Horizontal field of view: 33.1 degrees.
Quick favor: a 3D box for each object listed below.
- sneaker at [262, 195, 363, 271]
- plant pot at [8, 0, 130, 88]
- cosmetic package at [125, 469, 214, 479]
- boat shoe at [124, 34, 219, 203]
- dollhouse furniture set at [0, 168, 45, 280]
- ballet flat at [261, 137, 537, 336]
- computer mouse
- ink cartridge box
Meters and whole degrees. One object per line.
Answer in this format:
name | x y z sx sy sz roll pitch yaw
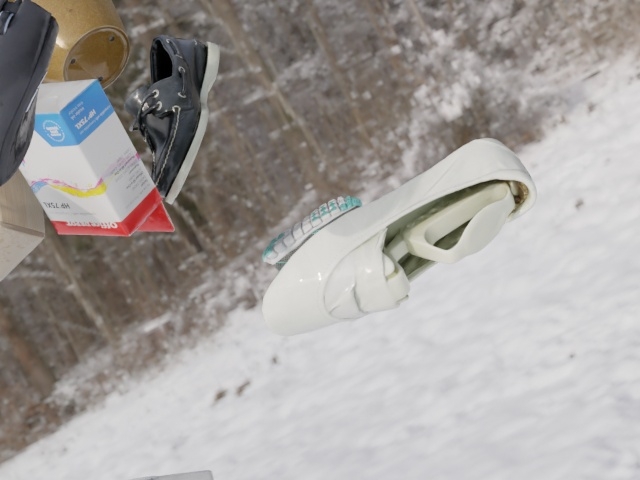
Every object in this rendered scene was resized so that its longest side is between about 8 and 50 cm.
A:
sneaker | 0.000 0.000 1.550 0.166 0.076 0.065 -34 16 17
plant pot | -0.409 -0.333 1.621 0.237 0.254 0.237 -35 -29 -23
cosmetic package | -0.207 0.493 1.318 0.217 0.385 0.156 3 -32 -38
boat shoe | -0.223 -0.190 1.548 0.127 0.113 0.340 -52 23 43
dollhouse furniture set | -0.592 -0.115 1.447 0.394 0.256 0.362 19 -45 -41
ballet flat | 0.108 0.007 1.377 0.400 0.139 0.139 -34 -1 -9
computer mouse | -0.327 -0.186 0.972 0.060 0.184 0.262 134 156 -78
ink cartridge box | -0.293 -0.082 1.346 0.134 0.231 0.078 1 40 36
